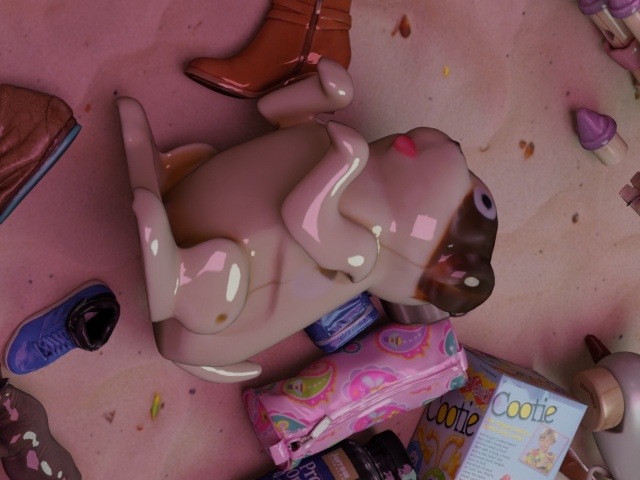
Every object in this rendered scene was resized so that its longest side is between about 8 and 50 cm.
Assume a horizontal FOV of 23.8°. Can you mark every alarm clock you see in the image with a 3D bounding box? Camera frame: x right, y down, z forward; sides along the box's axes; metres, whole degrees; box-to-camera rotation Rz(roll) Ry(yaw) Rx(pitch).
[{"bbox_3d":[0.142,0.059,1.872,0.129,0.192,0.064,-30,114,-11],"label":"alarm clock"}]

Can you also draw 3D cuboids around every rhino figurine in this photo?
[{"bbox_3d":[-0.364,0.234,1.776,0.106,0.073,0.243,-28,116,-7],"label":"rhino figurine"}]

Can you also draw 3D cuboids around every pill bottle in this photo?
[{"bbox_3d":[0.010,0.327,1.929,0.219,0.123,0.123,-24,112,-14],"label":"pill bottle"}]

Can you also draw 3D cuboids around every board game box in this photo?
[{"bbox_3d":[0.206,0.297,1.991,0.144,0.142,0.275,22,96,-24],"label":"board game box"}]

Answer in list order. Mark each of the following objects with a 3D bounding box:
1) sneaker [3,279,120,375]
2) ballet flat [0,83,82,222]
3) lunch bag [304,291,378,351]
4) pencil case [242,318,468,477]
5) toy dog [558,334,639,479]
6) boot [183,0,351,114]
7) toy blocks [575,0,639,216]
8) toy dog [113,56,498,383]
[{"bbox_3d":[-0.298,0.110,1.764,0.152,0.084,0.058,-36,115,-9],"label":"sneaker"},{"bbox_3d":[-0.404,-0.029,1.679,0.124,0.116,0.342,34,90,-6],"label":"ballet flat"},{"bbox_3d":[0.023,0.090,1.901,0.098,0.067,0.065,-35,116,-10],"label":"lunch bag"},{"bbox_3d":[0.045,0.188,1.908,0.284,0.124,0.124,-24,112,-16],"label":"pencil case"},{"bbox_3d":[0.394,0.264,2.082,0.220,0.161,0.334,9,116,-27],"label":"toy dog"},{"bbox_3d":[-0.058,-0.238,1.784,0.197,0.073,0.152,8,93,-23],"label":"boot"},{"bbox_3d":[0.416,-0.224,1.857,0.309,0.288,0.260,-47,122,-2],"label":"toy blocks"},{"bbox_3d":[0.000,0.000,1.713,0.408,0.284,0.395,-10,117,-6],"label":"toy dog"}]
